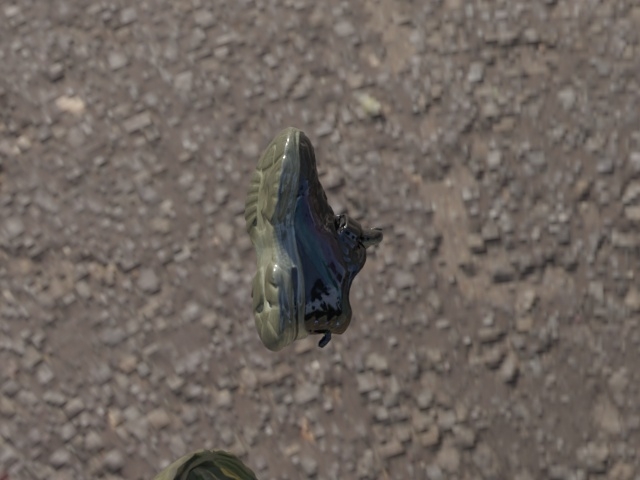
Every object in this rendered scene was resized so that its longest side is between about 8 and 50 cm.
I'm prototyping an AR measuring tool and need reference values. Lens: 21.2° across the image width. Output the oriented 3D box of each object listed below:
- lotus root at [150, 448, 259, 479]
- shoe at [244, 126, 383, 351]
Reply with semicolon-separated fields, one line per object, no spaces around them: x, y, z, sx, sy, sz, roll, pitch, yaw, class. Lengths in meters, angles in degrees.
-0.038;0.162;0.445;0.078;0.204;0.183;-14;36;12;lotus root
0.000;0.000;1.289;0.099;0.071;0.169;2;81;-20;shoe
